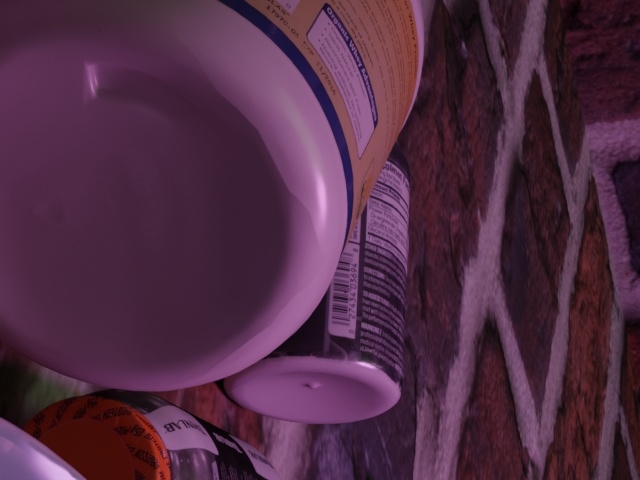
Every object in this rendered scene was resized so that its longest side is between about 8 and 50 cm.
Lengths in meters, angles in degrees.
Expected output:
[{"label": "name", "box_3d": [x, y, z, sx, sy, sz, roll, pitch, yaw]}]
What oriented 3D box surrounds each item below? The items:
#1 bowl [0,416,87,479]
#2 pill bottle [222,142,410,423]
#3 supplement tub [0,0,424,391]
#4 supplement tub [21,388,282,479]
[{"label": "bowl", "box_3d": [-0.134, 0.233, 0.788, 0.311, 0.163, 0.311, 53, 8, -11]}, {"label": "pill bottle", "box_3d": [0.000, 0.000, 1.448, 0.130, 0.130, 0.245, 55, 34, -58]}, {"label": "supplement tub", "box_3d": [-0.068, -0.086, 1.086, 0.316, 0.228, 0.228, -63, 144, -59]}, {"label": "supplement tub", "box_3d": [-0.097, 0.150, 1.114, 0.190, 0.117, 0.117, 43, 45, -66]}]
